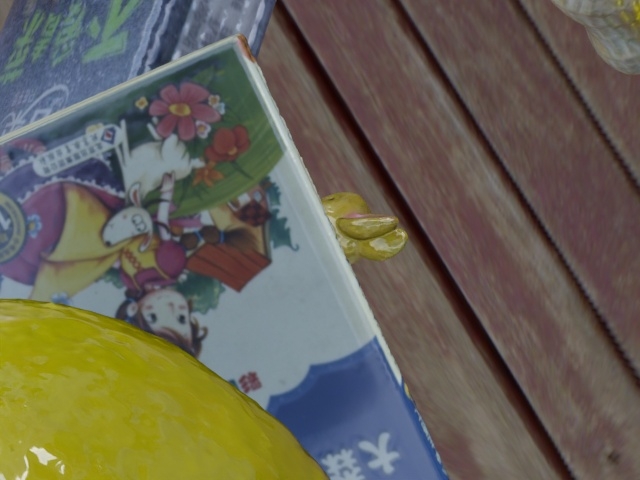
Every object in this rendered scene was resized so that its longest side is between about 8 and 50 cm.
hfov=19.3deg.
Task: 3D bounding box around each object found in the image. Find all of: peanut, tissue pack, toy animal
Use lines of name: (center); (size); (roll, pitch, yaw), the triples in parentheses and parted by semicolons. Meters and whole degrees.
peanut: (0.243, -0.206, 1.574); (0.087, 0.207, 0.087); (-13, 61, 25)
tissue pack: (-0.162, -0.197, 1.607); (0.124, 0.288, 0.394); (29, 72, -33)
toy animal: (0.002, 0.000, 1.335); (0.159, 0.083, 0.070); (-15, 55, 40)

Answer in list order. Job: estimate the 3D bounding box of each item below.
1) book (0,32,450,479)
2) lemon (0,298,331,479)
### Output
book: (-0.079, 0.067, 1.095); (0.228, 0.018, 0.322); (-23, 103, 14)
lemon: (-0.134, 0.193, 0.763); (0.348, 0.348, 0.348); (-1, 82, 7)
